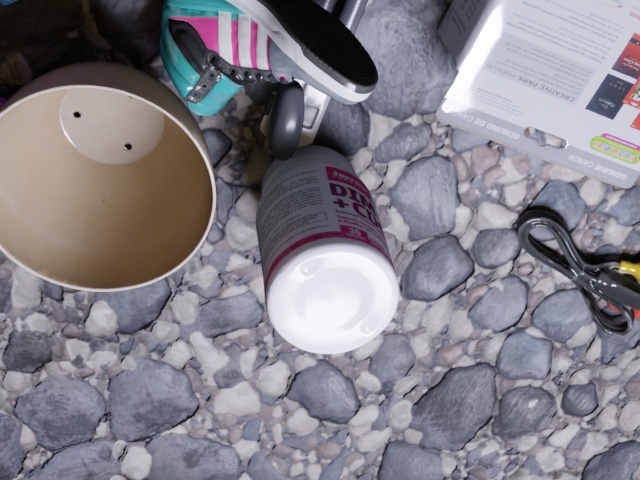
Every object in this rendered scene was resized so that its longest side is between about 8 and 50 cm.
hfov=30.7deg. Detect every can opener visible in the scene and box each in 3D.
[{"bbox_3d":[0.001,-0.230,1.454,0.076,0.095,0.283,15,119,-17],"label":"can opener"}]

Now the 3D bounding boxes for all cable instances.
[{"bbox_3d":[0.397,0.046,1.719,0.287,0.072,0.139,29,131,-9],"label":"cable"}]

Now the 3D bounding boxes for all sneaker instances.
[{"bbox_3d":[-0.082,-0.210,1.394,0.295,0.124,0.178,39,126,15],"label":"sneaker"}]

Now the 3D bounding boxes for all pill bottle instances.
[{"bbox_3d":[0.000,0.000,1.484,0.160,0.283,0.160,-4,122,-6],"label":"pill bottle"}]

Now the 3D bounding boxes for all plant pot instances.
[{"bbox_3d":[-0.266,-0.107,1.430,0.284,0.191,0.284,-1,126,-1],"label":"plant pot"}]

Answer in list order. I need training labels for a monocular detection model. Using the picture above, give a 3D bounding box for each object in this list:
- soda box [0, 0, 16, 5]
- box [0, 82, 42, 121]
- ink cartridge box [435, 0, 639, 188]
[{"bbox_3d":[-0.377,-0.381,1.326,0.071,0.067,0.210,-22,122,5],"label":"soda box"},{"bbox_3d":[-0.434,-0.129,1.496,0.116,0.029,0.162,18,116,-17],"label":"box"},{"bbox_3d":[0.320,-0.243,1.470,0.309,0.130,0.272,19,119,-18],"label":"ink cartridge box"}]
